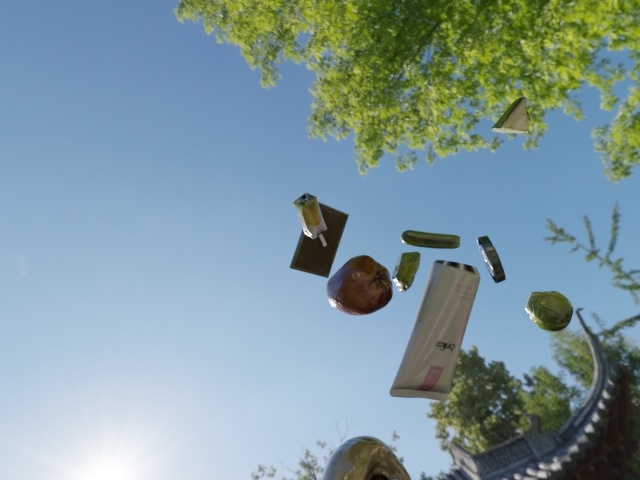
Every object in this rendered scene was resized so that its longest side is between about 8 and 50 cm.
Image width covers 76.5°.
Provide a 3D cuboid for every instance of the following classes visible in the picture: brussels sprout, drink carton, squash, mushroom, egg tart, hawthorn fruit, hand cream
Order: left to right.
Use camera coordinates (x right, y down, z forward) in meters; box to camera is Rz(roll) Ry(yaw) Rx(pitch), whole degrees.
[{"bbox_3d":[-0.027,-0.065,1.408,0.084,0.075,0.199,-41,-45,-24],"label":"drink carton"},{"bbox_3d":[0.081,0.130,1.050,0.204,0.162,0.163,-32,-48,32],"label":"hawthorn fruit"},{"bbox_3d":[0.150,0.604,0.936,0.290,0.292,0.293,-25,-44,39],"label":"mushroom"},{"bbox_3d":[0.351,0.124,1.697,0.078,0.197,0.197,22,-65,3],"label":"egg tart"},{"bbox_3d":[0.431,-0.003,1.597,0.229,0.066,0.066,5,-55,15],"label":"squash"},{"bbox_3d":[0.293,0.226,1.008,0.186,0.118,0.358,14,-88,-27],"label":"hand cream"},{"bbox_3d":[0.779,-0.463,1.698,0.252,0.093,0.169,-47,-56,-28],"label":"squash"},{"bbox_3d":[0.952,0.294,1.695,0.181,0.144,0.161,12,-71,20],"label":"brussels sprout"}]

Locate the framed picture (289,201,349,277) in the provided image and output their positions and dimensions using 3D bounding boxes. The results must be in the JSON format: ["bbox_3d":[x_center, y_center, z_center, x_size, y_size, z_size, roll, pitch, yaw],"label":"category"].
[{"bbox_3d":[0.000,0.000,1.673,0.211,0.020,0.289,19,-90,-42],"label":"framed picture"}]

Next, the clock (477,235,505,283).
[{"bbox_3d":[0.738,0.080,1.755,0.042,0.214,0.214,-22,-52,15],"label":"clock"}]
